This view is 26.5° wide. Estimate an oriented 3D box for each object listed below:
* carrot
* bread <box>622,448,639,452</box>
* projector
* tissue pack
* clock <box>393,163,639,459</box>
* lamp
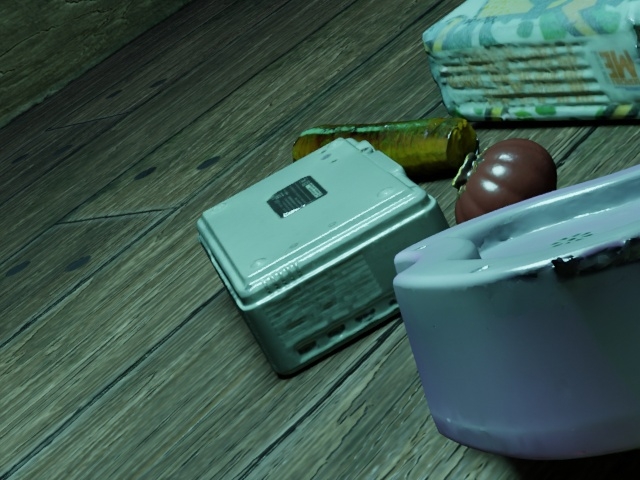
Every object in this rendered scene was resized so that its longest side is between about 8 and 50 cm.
[{"bbox_3d":[0.064,-0.096,1.440,0.070,0.070,0.260,-40,24,-32],"label":"carrot"},{"bbox_3d":[0.225,0.089,0.769,0.157,0.044,0.052,-15,28,34],"label":"bread"},{"bbox_3d":[0.000,0.000,1.224,0.192,0.099,0.256,-28,19,-5],"label":"projector"},{"bbox_3d":[0.284,-0.217,1.362,0.228,0.128,0.311,-37,22,-25],"label":"tissue pack"},{"bbox_3d":[0.205,0.013,0.797,0.339,0.102,0.338,-19,6,2],"label":"clock"},{"bbox_3d":[0.154,-0.037,1.127,0.101,0.090,0.101,-58,0,-1],"label":"lamp"}]
